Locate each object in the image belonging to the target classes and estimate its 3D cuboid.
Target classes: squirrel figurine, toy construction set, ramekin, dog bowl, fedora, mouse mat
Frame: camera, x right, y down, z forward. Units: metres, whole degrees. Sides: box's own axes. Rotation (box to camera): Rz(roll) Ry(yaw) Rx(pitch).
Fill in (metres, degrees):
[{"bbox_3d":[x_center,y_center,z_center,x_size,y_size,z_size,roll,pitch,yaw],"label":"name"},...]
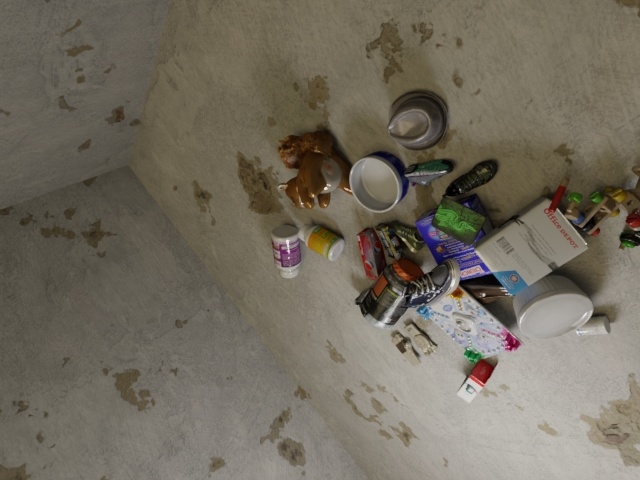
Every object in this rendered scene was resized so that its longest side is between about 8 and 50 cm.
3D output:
[{"bbox_3d":[-0.061,-0.343,2.083,0.370,0.280,0.398,-17,90,58],"label":"squirrel figurine"},{"bbox_3d":[0.929,-0.143,1.317,0.308,0.257,0.238,24,88,9],"label":"toy construction set"},{"bbox_3d":[0.875,0.249,1.585,0.272,0.127,0.273,-1,130,-1],"label":"ramekin"},{"bbox_3d":[0.267,-0.269,1.897,0.264,0.104,0.265,23,129,30],"label":"dog bowl"},{"bbox_3d":[0.365,-0.467,1.660,0.275,0.124,0.244,3,118,41],"label":"fedora"},{"bbox_3d":[0.550,-0.076,1.659,0.189,0.007,0.153,32,132,23],"label":"mouse mat"}]

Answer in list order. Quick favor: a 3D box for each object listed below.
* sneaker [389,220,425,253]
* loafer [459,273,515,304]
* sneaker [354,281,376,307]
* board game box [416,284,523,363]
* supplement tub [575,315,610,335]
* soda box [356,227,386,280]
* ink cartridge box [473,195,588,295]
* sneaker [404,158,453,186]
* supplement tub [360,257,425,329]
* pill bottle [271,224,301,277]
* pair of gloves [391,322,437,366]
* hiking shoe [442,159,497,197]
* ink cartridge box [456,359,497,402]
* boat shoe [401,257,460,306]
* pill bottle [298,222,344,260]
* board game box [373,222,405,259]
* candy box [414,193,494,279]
[{"bbox_3d":[0.418,-0.036,1.953,0.192,0.064,0.086,50,124,12],"label":"sneaker"},{"bbox_3d":[0.724,0.205,1.787,0.365,0.133,0.130,-8,118,56],"label":"loafer"},{"bbox_3d":[0.265,0.311,2.263,0.086,0.132,0.229,50,139,5],"label":"sneaker"},{"bbox_3d":[0.666,0.398,1.923,0.390,0.050,0.390,43,154,10],"label":"board game box"},{"bbox_3d":[1.049,0.331,1.599,0.107,0.071,0.071,-22,100,47],"label":"supplement tub"},{"bbox_3d":[0.268,0.071,2.130,0.083,0.092,0.264,6,119,42],"label":"soda box"},{"bbox_3d":[0.763,0.018,1.525,0.307,0.129,0.223,-40,87,22],"label":"ink cartridge box"},{"bbox_3d":[0.468,-0.278,1.745,0.223,0.083,0.098,3,139,46],"label":"sneaker"},{"bbox_3d":[0.359,0.262,2.052,0.207,0.207,0.338,39,119,17],"label":"supplement tub"},{"bbox_3d":[-0.204,0.073,2.511,0.169,0.169,0.302,19,128,33],"label":"pill bottle"},{"bbox_3d":[0.511,0.574,2.280,0.204,0.042,0.240,46,136,15],"label":"pair of gloves"},{"bbox_3d":[0.586,-0.228,1.621,0.086,0.114,0.227,53,139,1],"label":"hiking shoe"},{"bbox_3d":[0.773,0.681,2.039,0.078,0.134,0.231,34,134,22],"label":"ink cartridge box"},{"bbox_3d":[0.467,0.197,1.787,0.341,0.157,0.127,103,157,-53],"label":"boat shoe"},{"bbox_3d":[0.000,0.000,2.298,0.245,0.136,0.137,30,133,25],"label":"pill bottle"},{"bbox_3d":[0.333,0.003,2.008,0.171,0.048,0.141,63,174,-10],"label":"board game box"},{"bbox_3d":[0.598,-0.001,1.757,0.268,0.122,0.317,-22,99,47],"label":"candy box"}]
